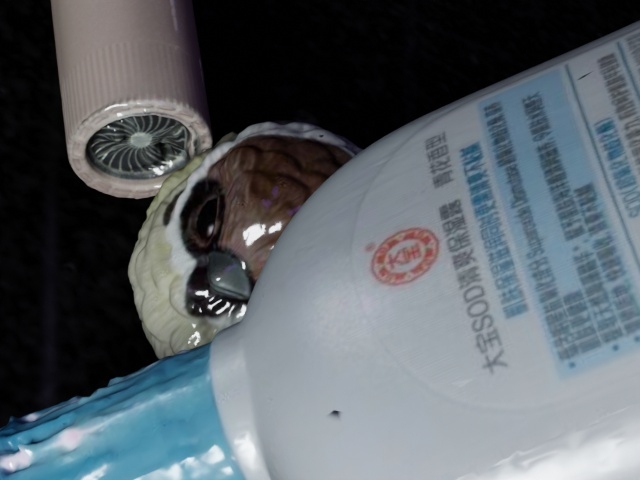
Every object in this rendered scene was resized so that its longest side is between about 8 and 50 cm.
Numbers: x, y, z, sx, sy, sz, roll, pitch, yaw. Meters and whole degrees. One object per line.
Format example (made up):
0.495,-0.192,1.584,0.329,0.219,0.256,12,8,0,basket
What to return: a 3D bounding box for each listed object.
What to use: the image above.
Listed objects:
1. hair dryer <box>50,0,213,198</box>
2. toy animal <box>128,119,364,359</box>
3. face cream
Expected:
-0.150,-0.117,0.642,0.220,0.053,0.195,10,47,-27,hair dryer
0.000,0.000,0.606,0.098,0.098,0.137,48,41,12,toy animal
0.064,0.019,0.473,0.080,0.337,0.163,56,15,-39,face cream
